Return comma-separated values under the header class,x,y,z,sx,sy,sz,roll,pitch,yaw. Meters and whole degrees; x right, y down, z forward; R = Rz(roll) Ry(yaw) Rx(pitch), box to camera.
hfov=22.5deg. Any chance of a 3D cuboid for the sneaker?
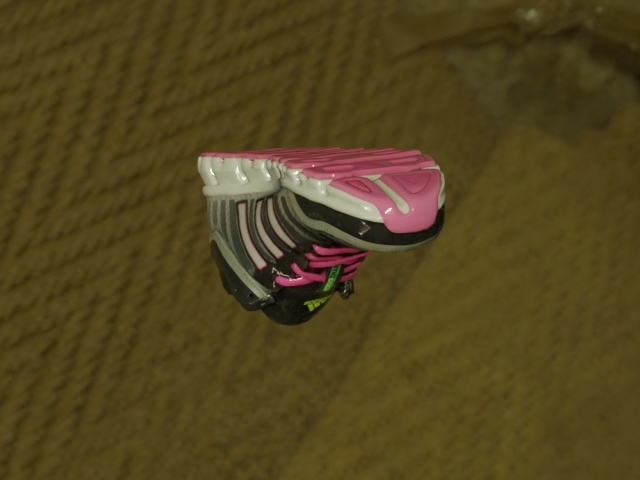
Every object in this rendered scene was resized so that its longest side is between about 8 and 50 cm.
class,x,y,z,sx,sy,sz,roll,pitch,yaw
sneaker,0.000,0.000,0.673,0.063,0.170,0.074,-7,97,-29
